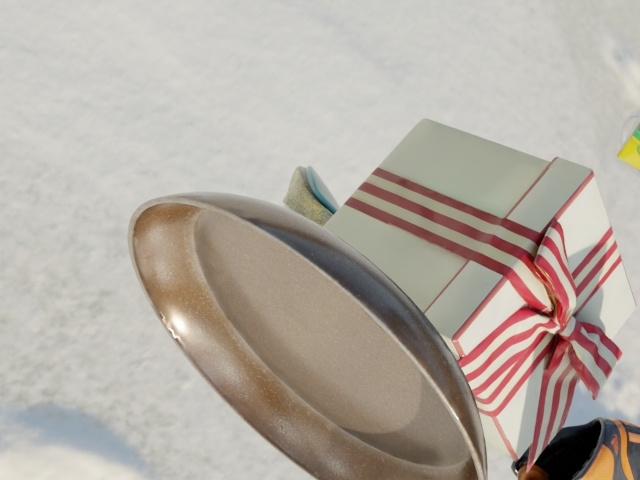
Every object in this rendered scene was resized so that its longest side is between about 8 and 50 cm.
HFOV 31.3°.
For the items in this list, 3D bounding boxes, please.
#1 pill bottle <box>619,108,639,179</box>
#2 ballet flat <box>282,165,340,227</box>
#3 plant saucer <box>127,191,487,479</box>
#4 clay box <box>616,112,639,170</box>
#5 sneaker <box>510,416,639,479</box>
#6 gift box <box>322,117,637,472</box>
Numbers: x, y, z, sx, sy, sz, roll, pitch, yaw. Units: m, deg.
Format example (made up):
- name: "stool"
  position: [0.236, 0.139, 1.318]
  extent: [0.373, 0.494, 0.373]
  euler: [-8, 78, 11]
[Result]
- name: "pill bottle"
  position: [0.507, -0.150, 1.546]
  extent: [0.180, 0.108, 0.108]
  euler: [-21, 87, -22]
- name: "ballet flat"
  position: [0.000, 0.000, 1.639]
  extent: [0.123, 0.123, 0.348]
  euler: [34, 12, -33]
- name: "plant saucer"
  position: [-0.005, 0.078, 0.789]
  extent: [0.050, 0.310, 0.310]
  euler: [-47, 109, -26]
- name: "clay box"
  position: [0.303, -0.048, 0.677]
  extent: [0.222, 0.053, 0.127]
  euler: [31, 64, 6]
- name: "sneaker"
  position: [0.283, 0.351, 1.428]
  extent: [0.180, 0.124, 0.321]
  euler: [27, 94, -39]
- name: "gift box"
  position: [0.158, 0.069, 1.178]
  extent: [0.276, 0.258, 0.255]
  euler: [-52, 136, -14]
